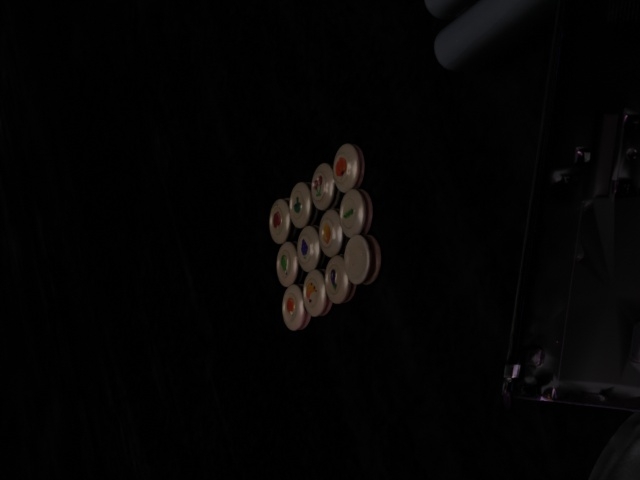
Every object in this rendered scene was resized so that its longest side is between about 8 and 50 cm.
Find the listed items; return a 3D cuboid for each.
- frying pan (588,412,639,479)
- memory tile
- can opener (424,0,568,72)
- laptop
[{"bbox_3d":[0.184,0.194,0.663,0.326,0.053,0.197,-127,49,-71],"label":"frying pan"},{"bbox_3d":[0.000,0.000,1.127,0.148,0.012,0.113,-37,56,54],"label":"memory tile"},{"bbox_3d":[0.133,-0.179,0.826,0.280,0.093,0.074,142,124,-60],"label":"can opener"},{"bbox_3d":[0.174,-0.026,0.729,0.264,0.136,0.234,1,79,44],"label":"laptop"}]
